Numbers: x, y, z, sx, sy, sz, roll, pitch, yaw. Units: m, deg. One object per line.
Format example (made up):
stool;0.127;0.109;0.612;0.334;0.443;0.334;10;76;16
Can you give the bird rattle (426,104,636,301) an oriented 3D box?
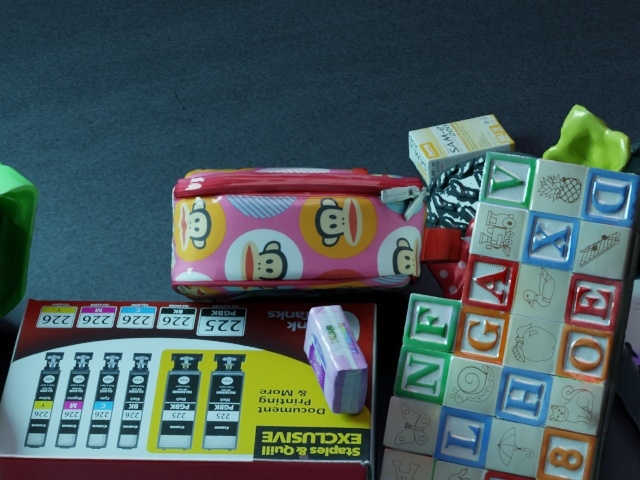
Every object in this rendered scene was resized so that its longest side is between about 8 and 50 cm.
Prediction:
bird rattle;0.197;0.009;1.693;0.253;0.143;0.207;-36;21;24

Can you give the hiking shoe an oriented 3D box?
hiking shoe;0.254;-0.032;1.873;0.304;0.113;0.132;-5;-9;19

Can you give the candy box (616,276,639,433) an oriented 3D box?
candy box;0.349;0.108;1.687;0.165;0.070;0.196;-11;38;-10

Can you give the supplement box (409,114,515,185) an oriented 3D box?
supplement box;0.150;-0.096;1.999;0.098;0.036;0.062;-13;37;-13

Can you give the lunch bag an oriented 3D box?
lunch bag;0.000;0.000;1.702;0.258;0.120;0.293;0;-3;0

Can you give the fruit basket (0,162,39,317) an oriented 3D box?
fruit basket;-0.395;0.081;1.602;0.392;0.283;0.392;6;59;-10

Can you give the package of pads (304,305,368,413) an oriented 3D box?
package of pads;0.013;0.097;1.523;0.032;0.050;0.083;-5;38;-18

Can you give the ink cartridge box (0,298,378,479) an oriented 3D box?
ink cartridge box;-0.107;0.181;1.565;0.309;0.130;0.272;0;37;2

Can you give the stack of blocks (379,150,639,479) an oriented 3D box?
stack of blocks;0.160;0.081;1.552;0.171;0.297;0.087;10;0;16
